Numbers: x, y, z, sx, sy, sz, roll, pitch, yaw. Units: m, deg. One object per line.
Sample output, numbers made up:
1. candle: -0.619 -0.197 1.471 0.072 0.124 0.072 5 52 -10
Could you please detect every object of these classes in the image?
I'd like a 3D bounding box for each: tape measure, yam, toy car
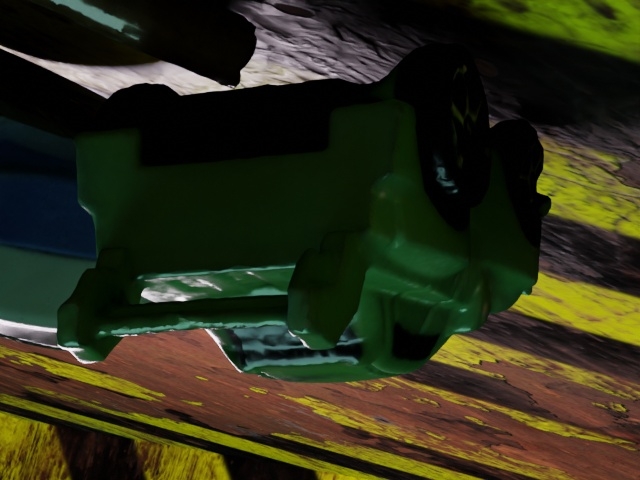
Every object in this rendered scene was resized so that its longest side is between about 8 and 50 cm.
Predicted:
1. tape measure: -0.213 -0.039 1.264 0.262 0.138 0.259 20 -168 -32
2. yam: -0.189 -0.162 1.093 0.327 0.045 0.045 21 134 -14
3. toy car: 0.000 0.000 1.115 0.213 0.176 0.359 -5 167 20
